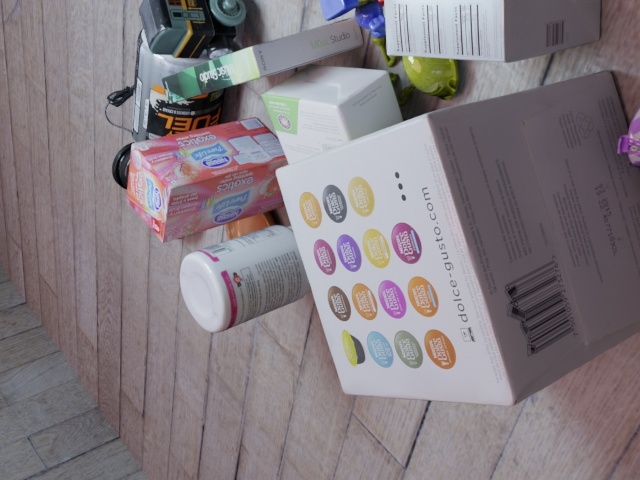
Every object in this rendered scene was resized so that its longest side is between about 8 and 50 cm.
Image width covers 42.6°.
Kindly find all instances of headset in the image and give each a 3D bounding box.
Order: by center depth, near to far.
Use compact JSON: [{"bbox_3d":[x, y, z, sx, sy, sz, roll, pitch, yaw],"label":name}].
[{"bbox_3d":[-0.407,-0.197,2.052,0.243,0.185,0.394,4,125,57],"label":"headset"}]

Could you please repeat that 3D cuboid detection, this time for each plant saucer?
[{"bbox_3d":[-0.145,-0.006,1.837,0.200,0.037,0.200,30,130,43],"label":"plant saucer"}]

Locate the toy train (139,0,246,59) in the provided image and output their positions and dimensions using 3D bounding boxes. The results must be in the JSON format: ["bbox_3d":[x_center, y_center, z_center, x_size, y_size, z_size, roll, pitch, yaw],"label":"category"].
[{"bbox_3d":[-0.269,-0.506,1.597,0.142,0.190,0.334,-31,71,55],"label":"toy train"}]

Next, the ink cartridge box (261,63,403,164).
[{"bbox_3d":[0.060,-0.109,1.389,0.207,0.119,0.354,20,140,48],"label":"ink cartridge box"}]

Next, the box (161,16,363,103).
[{"bbox_3d":[-0.109,-0.317,1.463,0.322,0.232,0.059,-2,110,54],"label":"box"}]

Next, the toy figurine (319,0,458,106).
[{"bbox_3d":[0.050,-0.363,1.238,0.191,0.217,0.363,-8,100,55],"label":"toy figurine"}]

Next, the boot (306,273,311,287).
[{"bbox_3d":[0.001,-0.001,1.402,0.189,0.076,0.209,25,143,60],"label":"boot"}]

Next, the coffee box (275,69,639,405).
[{"bbox_3d":[0.200,-0.003,1.105,0.334,0.338,0.338,-11,97,56],"label":"coffee box"}]

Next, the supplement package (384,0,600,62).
[{"bbox_3d":[0.217,-0.318,1.051,0.203,0.194,0.149,19,121,49],"label":"supplement package"}]

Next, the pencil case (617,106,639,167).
[{"bbox_3d":[0.449,-0.105,0.936,0.206,0.088,0.087,22,125,46],"label":"pencil case"}]

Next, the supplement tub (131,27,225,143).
[{"bbox_3d":[-0.307,-0.302,1.775,0.193,0.193,0.316,46,140,30],"label":"supplement tub"}]

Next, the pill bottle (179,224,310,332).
[{"bbox_3d":[-0.118,0.063,1.617,0.160,0.283,0.161,28,128,44],"label":"pill bottle"}]

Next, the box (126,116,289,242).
[{"bbox_3d":[-0.217,-0.126,1.645,0.154,0.299,0.142,45,136,30],"label":"box"}]
